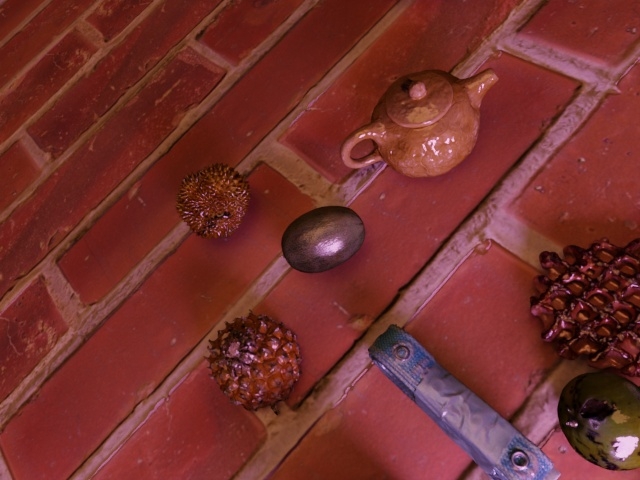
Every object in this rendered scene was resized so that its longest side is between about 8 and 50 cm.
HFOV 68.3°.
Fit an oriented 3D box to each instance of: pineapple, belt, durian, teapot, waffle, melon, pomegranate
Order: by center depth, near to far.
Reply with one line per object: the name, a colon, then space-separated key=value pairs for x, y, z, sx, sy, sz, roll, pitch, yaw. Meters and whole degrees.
pomegranate: x=0.386 y=0.225 z=0.611 sx=0.162 sy=0.122 sz=0.122 roll=-14 pitch=58 yaw=-17
waffle: x=0.428 y=0.090 z=0.682 sx=0.235 sy=0.055 sz=0.221 roll=-5 pitch=55 yaw=13
belt: x=0.194 y=0.241 z=0.686 sx=0.072 sy=0.087 sz=0.302 roll=-40 pitch=58 yaw=-16
pineapple: x=-0.125 y=0.195 z=0.792 sx=0.176 sy=0.137 sz=0.161 roll=37 pitch=82 yaw=31
melon: x=0.000 y=0.000 z=0.856 sx=0.168 sy=0.114 sz=0.114 roll=-25 pitch=59 yaw=4
teapot: x=0.175 y=-0.227 z=0.869 sx=0.311 sy=0.167 sz=0.203 roll=-23 pitch=60 yaw=9
durian: x=-0.217 y=-0.082 z=0.968 sx=0.158 sy=0.137 sz=0.168 roll=-53 pitch=49 yaw=15
